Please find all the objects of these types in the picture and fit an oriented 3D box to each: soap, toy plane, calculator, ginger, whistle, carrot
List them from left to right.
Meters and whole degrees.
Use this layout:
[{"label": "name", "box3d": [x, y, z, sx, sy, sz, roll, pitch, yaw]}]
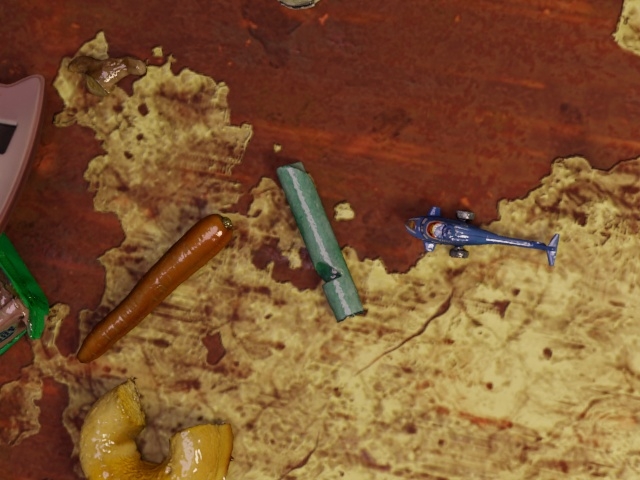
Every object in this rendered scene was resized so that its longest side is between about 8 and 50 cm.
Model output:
[{"label": "soap", "box3d": [-0.473, 0.092, 1.905, 0.273, 0.098, 0.218, -37, 82, 10]}, {"label": "calculator", "box3d": [-0.442, -0.057, 1.858, 0.220, 0.048, 0.330, 11, 62, 19]}, {"label": "ginger", "box3d": [-0.251, -0.191, 1.891, 0.097, 0.030, 0.048, 2, 88, 15]}, {"label": "carrot", "box3d": [-0.193, 0.057, 1.870, 0.248, 0.043, 0.043, -43, 80, 11]}, {"label": "whistle", "box3d": [0.000, 0.000, 1.826, 0.039, 0.039, 0.186, -23, 84, 12]}, {"label": "toy plane", "box3d": [0.174, -0.003, 1.776, 0.167, 0.062, 0.054, 9, 91, 3]}]

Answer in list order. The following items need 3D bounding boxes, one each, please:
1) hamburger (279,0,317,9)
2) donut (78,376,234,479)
[{"label": "hamburger", "box3d": [-0.014, -0.335, 1.822, 0.140, 0.062, 0.133, -40, 85, 8]}, {"label": "donut", "box3d": [-0.198, 0.246, 1.851, 0.181, 0.078, 0.146, 24, 92, 14]}]
